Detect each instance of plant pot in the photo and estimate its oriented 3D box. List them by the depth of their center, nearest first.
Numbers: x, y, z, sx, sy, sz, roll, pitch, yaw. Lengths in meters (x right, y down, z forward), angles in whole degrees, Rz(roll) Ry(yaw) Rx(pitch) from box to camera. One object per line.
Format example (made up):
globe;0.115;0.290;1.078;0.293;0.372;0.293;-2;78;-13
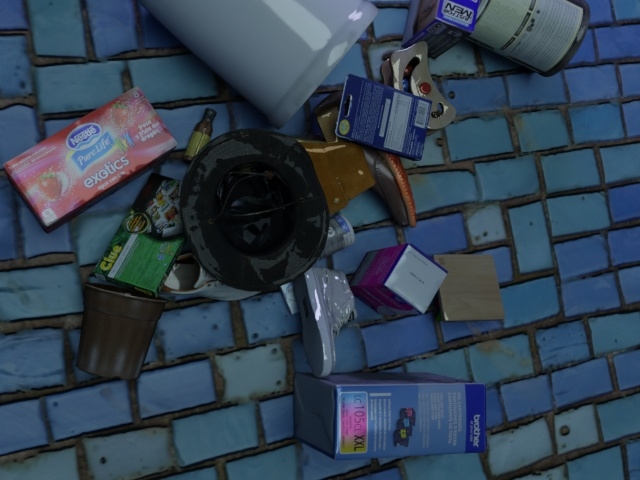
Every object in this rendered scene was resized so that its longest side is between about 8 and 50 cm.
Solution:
plant pot;-0.397;0.179;1.488;0.167;0.167;0.165;13;88;-18

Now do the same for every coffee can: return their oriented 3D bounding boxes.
coffee can;0.480;-0.545;1.849;0.275;0.201;0.202;20;78;-17

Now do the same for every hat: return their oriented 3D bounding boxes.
hat;-0.147;-0.064;1.563;0.331;0.134;0.331;-2;96;-22

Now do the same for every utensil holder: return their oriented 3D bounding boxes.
utensil holder;-0.127;-0.477;1.563;0.385;0.327;0.327;41;73;-9

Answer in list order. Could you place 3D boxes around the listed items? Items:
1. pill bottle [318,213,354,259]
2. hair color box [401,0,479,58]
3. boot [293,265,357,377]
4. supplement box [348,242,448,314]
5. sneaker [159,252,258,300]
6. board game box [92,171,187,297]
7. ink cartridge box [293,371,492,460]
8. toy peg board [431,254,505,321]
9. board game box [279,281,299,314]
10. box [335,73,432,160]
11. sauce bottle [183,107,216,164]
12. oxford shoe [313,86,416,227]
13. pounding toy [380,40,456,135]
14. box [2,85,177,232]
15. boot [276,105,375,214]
pill bottle;0.000;0.000;1.685;0.137;0.078;0.078;-24;93;-21
hair color box;0.305;-0.629;1.805;0.110;0.185;0.339;14;79;-18
boot;0.027;0.166;1.612;0.123;0.095;0.258;4;57;-24
supplement box;0.161;0.088;1.659;0.111;0.220;0.114;36;75;-12
sneaker;-0.213;0.075;1.578;0.290;0.123;0.106;-6;85;-21
board game box;-0.335;-0.016;1.527;0.136;0.030;0.260;19;59;7
ink cartridge box;0.168;0.360;1.605;0.395;0.270;0.151;1;86;-19
toy peg board;0.336;0.121;1.805;0.161;0.079;0.161;1;68;-20
board game box;-0.043;0.107;1.689;0.090;0.020;0.090;-22;91;-21
box;0.130;-0.262;1.621;0.225;0.036;0.136;12;88;-30
sauce bottle;-0.256;-0.223;1.636;0.042;0.042;0.128;25;77;-16
oxford shoe;0.110;-0.177;1.743;0.132;0.130;0.364;-26;102;12
pounding toy;0.242;-0.332;1.765;0.154;0.155;0.270;-4;86;-16
box;-0.452;-0.157;1.502;0.300;0.154;0.142;-36;96;-18
boot;-0.043;-0.141;1.652;0.295;0.104;0.211;-23;107;6
